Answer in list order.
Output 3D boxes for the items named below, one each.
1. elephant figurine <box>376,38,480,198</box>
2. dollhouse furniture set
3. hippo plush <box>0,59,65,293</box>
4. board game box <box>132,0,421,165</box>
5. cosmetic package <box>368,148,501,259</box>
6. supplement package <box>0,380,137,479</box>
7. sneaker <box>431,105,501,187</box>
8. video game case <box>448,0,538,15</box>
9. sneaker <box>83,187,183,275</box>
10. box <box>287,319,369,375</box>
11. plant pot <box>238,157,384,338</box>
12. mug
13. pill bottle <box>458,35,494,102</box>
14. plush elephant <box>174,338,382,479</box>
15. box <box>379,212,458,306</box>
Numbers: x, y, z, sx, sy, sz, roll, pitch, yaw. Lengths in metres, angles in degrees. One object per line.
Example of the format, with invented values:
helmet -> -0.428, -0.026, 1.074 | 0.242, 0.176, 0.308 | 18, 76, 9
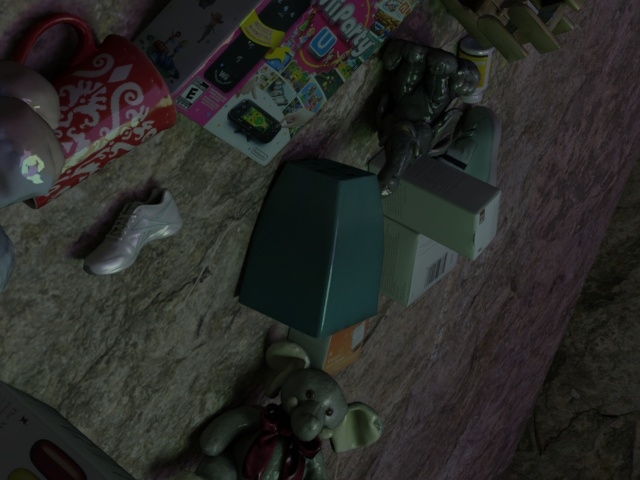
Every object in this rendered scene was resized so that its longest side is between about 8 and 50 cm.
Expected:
elephant figurine -> 0.151, -0.199, 1.334 | 0.186, 0.169, 0.239 | 4, 111, -36
dollhouse furniture set -> 0.297, -0.405, 1.242 | 0.161, 0.242, 0.212 | 42, 75, -20
hippo plush -> -0.333, -0.002, 0.640 | 0.294, 0.234, 0.237 | -30, 138, -44
board game box -> -0.040, -0.255, 0.944 | 0.303, 0.097, 0.224 | -46, 153, 8
cosmetic package -> 0.198, -0.074, 1.429 | 0.085, 0.231, 0.117 | -43, 147, -29
supplement package -> -0.308, 0.293, 0.927 | 0.139, 0.244, 0.134 | -54, 151, -14
sneaker -> 0.265, -0.194, 1.575 | 0.094, 0.151, 0.256 | 127, -21, -46
video game case -> 0.354, -0.506, 1.476 | 0.269, 0.061, 0.244 | -9, 124, -56
sneaker -> -0.234, -0.013, 0.987 | 0.152, 0.053, 0.061 | -44, 138, -40
box -> 0.018, 0.152, 1.486 | 0.130, 0.091, 0.171 | -22, 133, -49
plant pot -> 0.000, 0.000, 1.257 | 0.165, 0.165, 0.234 | -16, 121, -53
mug -> -0.258, -0.130, 0.815 | 0.169, 0.150, 0.113 | -42, -178, -24
pill bottle -> 0.291, -0.322, 1.532 | 0.065, 0.065, 0.116 | -38, 143, -36
plush elephant -> -0.046, 0.332, 1.377 | 0.255, 0.271, 0.330 | -57, -177, 19
box -> 0.184, -0.001, 1.587 | 0.181, 0.119, 0.182 | -34, 141, -40
